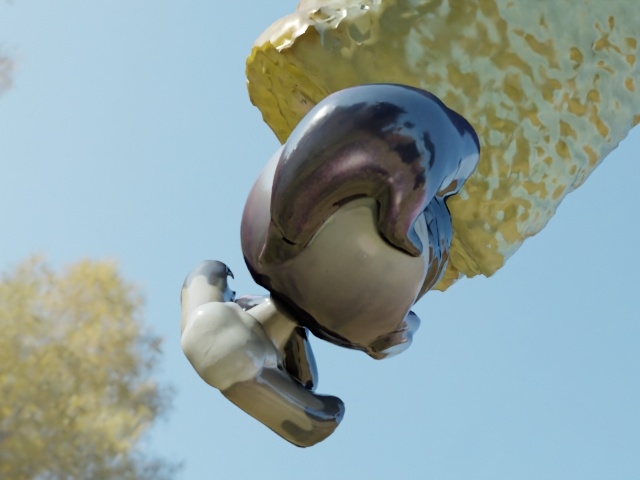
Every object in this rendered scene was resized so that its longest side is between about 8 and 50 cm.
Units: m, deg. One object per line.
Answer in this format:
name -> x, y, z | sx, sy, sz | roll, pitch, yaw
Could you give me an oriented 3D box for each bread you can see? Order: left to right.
bread -> 0.141, -0.166, 1.085 | 0.236, 0.375, 0.165 | 50, -24, -8

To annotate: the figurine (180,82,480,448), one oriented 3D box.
figurine -> 0.000, 0.000, 0.880 | 0.145, 0.145, 0.222 | 38, -74, -3
